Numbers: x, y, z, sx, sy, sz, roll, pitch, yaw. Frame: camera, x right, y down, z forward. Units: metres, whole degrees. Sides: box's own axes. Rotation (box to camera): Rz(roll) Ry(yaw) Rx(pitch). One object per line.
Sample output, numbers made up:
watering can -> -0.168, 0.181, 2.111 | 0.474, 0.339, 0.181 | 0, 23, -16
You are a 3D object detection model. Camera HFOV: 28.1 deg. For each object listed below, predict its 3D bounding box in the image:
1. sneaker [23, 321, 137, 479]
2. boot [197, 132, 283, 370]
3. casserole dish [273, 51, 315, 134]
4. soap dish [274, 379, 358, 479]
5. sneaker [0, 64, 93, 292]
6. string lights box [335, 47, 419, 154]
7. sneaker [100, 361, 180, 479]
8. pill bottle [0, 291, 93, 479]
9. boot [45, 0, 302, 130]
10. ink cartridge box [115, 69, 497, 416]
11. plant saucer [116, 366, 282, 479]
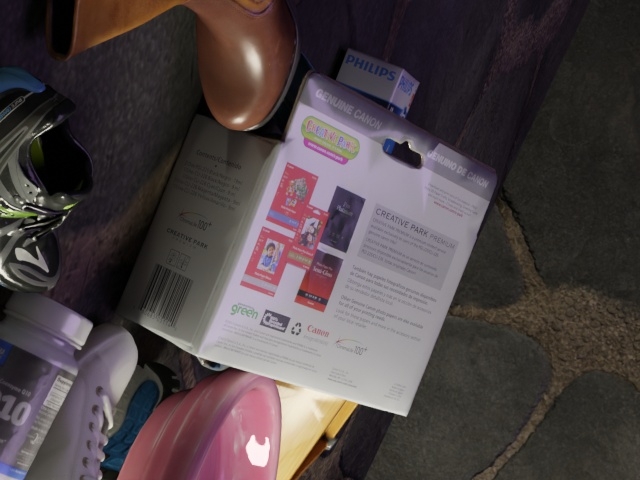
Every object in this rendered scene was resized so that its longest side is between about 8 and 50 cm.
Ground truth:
sneaker -> -0.211, 0.202, 1.073 | 0.106, 0.123, 0.290 | 88, 27, -53
boot -> -0.075, 0.022, 1.332 | 0.123, 0.095, 0.258 | -49, 153, -48
casserole dish -> -0.020, -0.132, 1.293 | 0.037, 0.114, 0.188 | -33, 157, -7
soap dish -> -0.014, 0.190, 1.600 | 0.291, 0.118, 0.229 | -57, 169, 32
sneaker -> -0.196, -0.029, 0.874 | 0.067, 0.078, 0.188 | -52, 159, -45
string lights box -> 0.030, -0.092, 1.551 | 0.133, 0.076, 0.260 | -1, 113, -77
sneaker -> -0.196, 0.211, 1.242 | 0.191, 0.071, 0.083 | -54, 165, -41
pill bottle -> -0.230, 0.109, 0.955 | 0.137, 0.078, 0.078 | -65, 165, -11
boot -> -0.102, -0.175, 0.959 | 0.280, 0.096, 0.264 | -41, 150, -57
ink cartridge box -> 0.000, 0.000, 1.239 | 0.309, 0.130, 0.272 | 24, 88, -46
plant saucer -> -0.129, 0.277, 1.232 | 0.332, 0.084, 0.332 | 13, 90, -75
